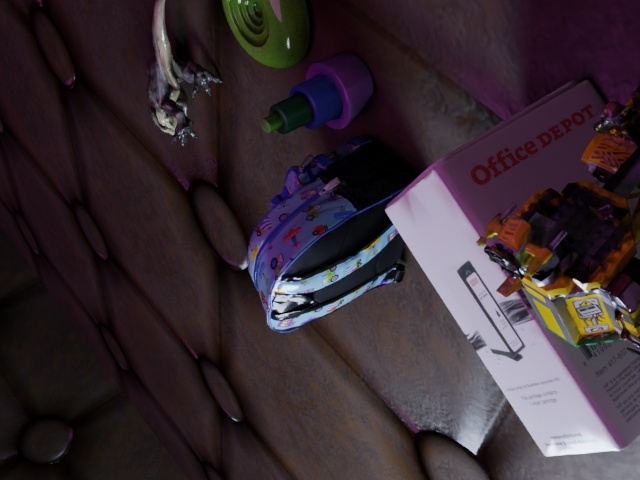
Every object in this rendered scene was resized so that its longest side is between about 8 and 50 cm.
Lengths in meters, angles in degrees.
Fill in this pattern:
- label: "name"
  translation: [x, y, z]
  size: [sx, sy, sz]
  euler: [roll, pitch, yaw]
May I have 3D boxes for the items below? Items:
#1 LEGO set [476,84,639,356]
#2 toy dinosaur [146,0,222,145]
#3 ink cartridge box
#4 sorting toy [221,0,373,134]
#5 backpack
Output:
- label: "LEGO set"
  translation: [0.213, -0.024, 0.293]
  size: [0.331, 0.255, 0.192]
  euler: [48, 180, 44]
- label: "toy dinosaur"
  translation: [-0.181, -0.198, 0.996]
  size: [0.118, 0.064, 0.268]
  euler: [53, 149, 26]
- label: "ink cartridge box"
  translation: [0.164, 0.016, 0.534]
  size: [0.203, 0.148, 0.086]
  euler: [58, 155, 5]
- label: "sorting toy"
  translation: [-0.109, -0.226, 0.775]
  size: [0.365, 0.126, 0.127]
  euler: [49, 151, 20]
- label: "backpack"
  translation: [0.000, 0.000, 0.762]
  size: [0.117, 0.173, 0.158]
  euler: [46, 151, 24]
